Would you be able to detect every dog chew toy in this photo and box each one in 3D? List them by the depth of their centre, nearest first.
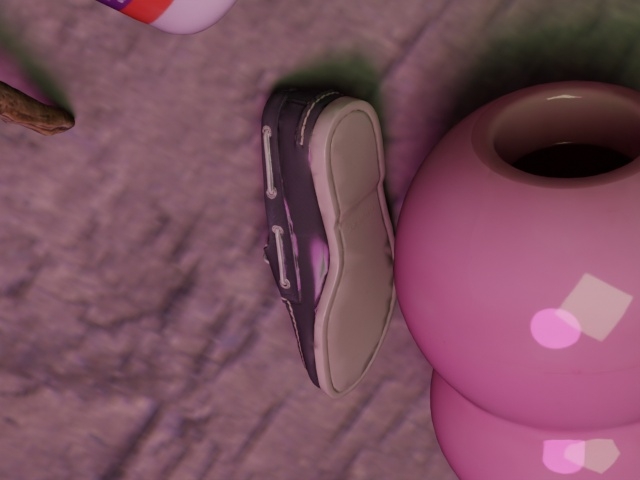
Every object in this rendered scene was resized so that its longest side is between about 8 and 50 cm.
[{"bbox_3d":[0.152,0.076,1.152,0.206,0.207,0.332,-8,124,0],"label":"dog chew toy"}]

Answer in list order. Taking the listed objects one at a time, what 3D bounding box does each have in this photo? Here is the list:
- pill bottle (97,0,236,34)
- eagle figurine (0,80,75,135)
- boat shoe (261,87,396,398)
[{"bbox_3d":[-0.164,-0.243,0.971,0.323,0.181,0.181,25,112,-15],"label":"pill bottle"},{"bbox_3d":[-0.295,0.011,1.063,0.298,0.225,0.226,-46,122,9],"label":"eagle figurine"},{"bbox_3d":[0.000,0.000,1.185,0.065,0.075,0.206,22,129,33],"label":"boat shoe"}]
